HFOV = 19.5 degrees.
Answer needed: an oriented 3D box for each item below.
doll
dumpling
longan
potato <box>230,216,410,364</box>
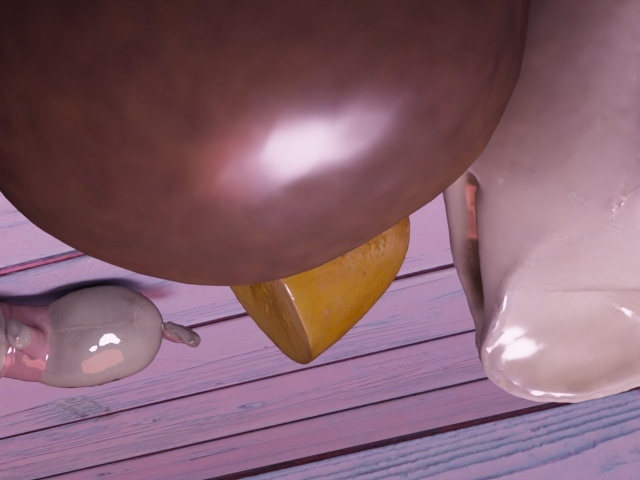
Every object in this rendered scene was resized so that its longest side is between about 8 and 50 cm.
[{"bbox_3d":[-0.262,0.099,1.889,0.275,0.113,0.155,-15,175,-13],"label":"doll"},{"bbox_3d":[0.225,-0.099,1.028,0.315,0.395,0.233,-4,-155,-34],"label":"dumpling"},{"bbox_3d":[-0.046,-0.112,0.893,0.297,0.297,0.297,-10,165,-3],"label":"longan"},{"bbox_3d":[0.000,0.000,1.636,0.158,0.178,0.203,-30,158,-17],"label":"potato"}]
